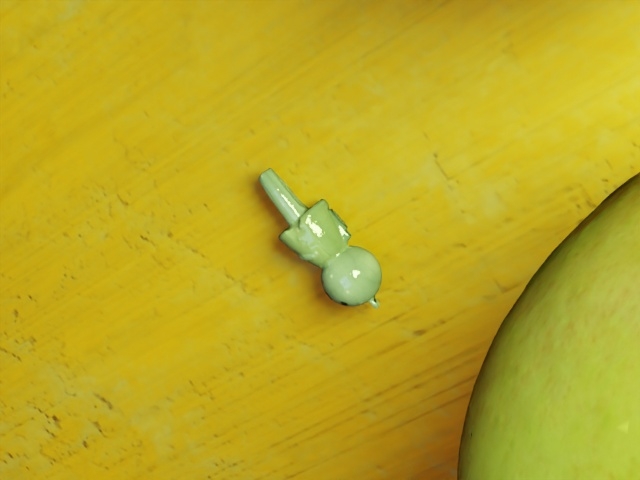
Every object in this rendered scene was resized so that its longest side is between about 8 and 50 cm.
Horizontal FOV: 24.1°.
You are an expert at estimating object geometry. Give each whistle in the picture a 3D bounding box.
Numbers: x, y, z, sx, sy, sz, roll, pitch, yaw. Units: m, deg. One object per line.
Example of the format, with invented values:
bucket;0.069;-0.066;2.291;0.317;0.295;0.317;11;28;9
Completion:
whistle;0.000;0.000;0.845;0.035;0.035;0.100;-39;93;34

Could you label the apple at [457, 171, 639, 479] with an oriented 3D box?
apple;0.221;0.103;0.634;0.319;0.319;0.277;28;123;10
